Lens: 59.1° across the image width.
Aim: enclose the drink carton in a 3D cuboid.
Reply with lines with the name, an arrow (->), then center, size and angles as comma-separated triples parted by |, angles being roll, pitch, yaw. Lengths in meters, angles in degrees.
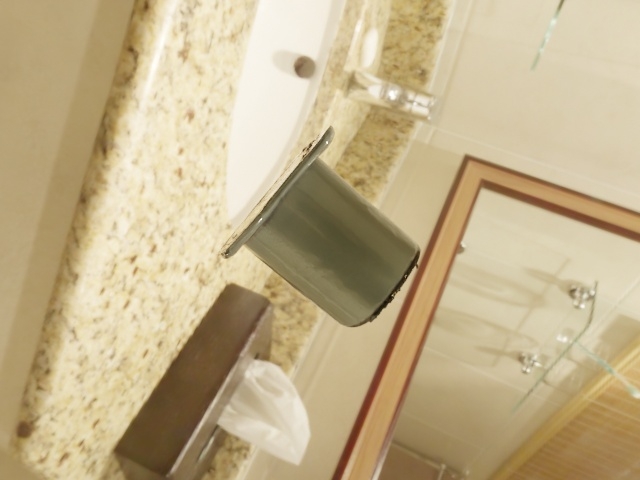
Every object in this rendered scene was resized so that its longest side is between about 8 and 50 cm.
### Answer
drink carton -> 0.000, 0.000, 0.707 | 0.191, 0.190, 0.185 | -52, -166, -14
